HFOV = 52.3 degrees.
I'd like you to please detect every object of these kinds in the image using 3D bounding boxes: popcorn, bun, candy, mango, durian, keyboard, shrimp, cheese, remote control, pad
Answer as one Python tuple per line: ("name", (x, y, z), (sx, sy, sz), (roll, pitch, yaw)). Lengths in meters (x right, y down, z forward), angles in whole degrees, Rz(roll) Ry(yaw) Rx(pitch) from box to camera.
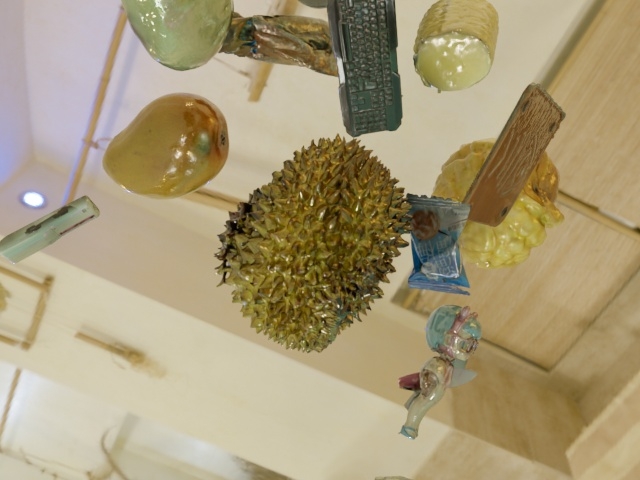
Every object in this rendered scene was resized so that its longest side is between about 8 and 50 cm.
("popcorn", (0.470, -0.096, 1.692), (0.348, 0.381, 0.349), (-5, 83, 42))
("bun", (-0.211, -0.415, 1.029), (0.283, 0.179, 0.284), (-12, -90, -85))
("candy", (0.156, 0.005, 0.863), (0.038, 0.088, 0.136), (-29, -59, -54))
("mango", (-0.338, -0.195, 1.431), (0.317, 0.211, 0.173), (-21, 24, 27))
("durian", (-0.003, -0.002, 0.858), (0.293, 0.258, 0.258), (-52, 7, -6))
("keyboard", (0.076, -0.279, 1.040), (0.016, 0.106, 0.262), (-98, -2, -46))
("shrimp", (-0.049, -0.444, 1.514), (0.221, 0.445, 0.110), (63, 142, 35))
("cheese", (0.207, -0.302, 0.992), (0.167, 0.123, 0.094), (-69, -26, -49))
("remote control", (-0.452, -0.015, 1.095), (0.166, 0.029, 0.065), (-30, -21, -9))
("pad", (0.392, -0.160, 1.323), (0.284, 0.018, 0.287), (6, -64, -59))

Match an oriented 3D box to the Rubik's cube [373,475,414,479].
("Rubik's cube", (0.134, 0.495, 1.193), (0.133, 0.133, 0.112), (-63, 18, 15))

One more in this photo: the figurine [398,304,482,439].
("figurine", (0.198, 0.230, 1.169), (0.205, 0.102, 0.260), (27, -91, -57))

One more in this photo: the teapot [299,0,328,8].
("teapot", (0.040, -0.587, 1.148), (0.239, 0.322, 0.239), (-26, -1, -33))
